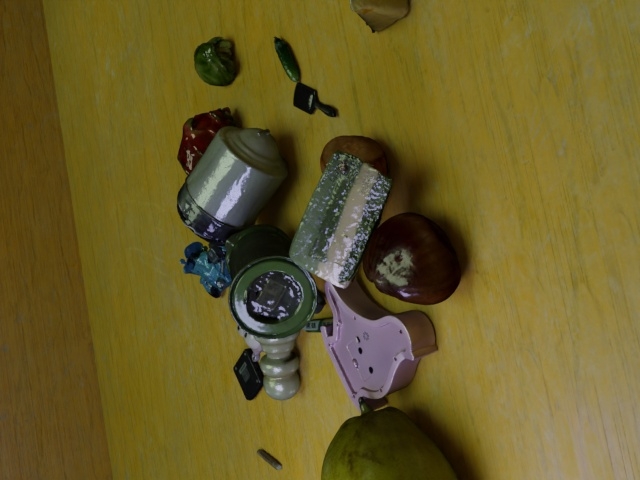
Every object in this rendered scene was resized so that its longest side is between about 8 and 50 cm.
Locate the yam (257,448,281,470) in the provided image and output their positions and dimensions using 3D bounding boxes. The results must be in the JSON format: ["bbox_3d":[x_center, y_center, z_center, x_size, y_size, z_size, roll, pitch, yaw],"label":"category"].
[{"bbox_3d":[-0.150,0.633,2.143,0.116,0.021,0.021,19,110,52],"label":"yam"}]

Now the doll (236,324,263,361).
[{"bbox_3d":[-0.179,0.160,2.052,0.160,0.094,0.365,12,104,57],"label":"doll"}]

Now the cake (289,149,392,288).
[{"bbox_3d":[0.039,-0.034,1.521,0.158,0.172,0.283,26,154,5],"label":"cake"}]

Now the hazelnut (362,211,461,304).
[{"bbox_3d":[0.178,0.042,1.458,0.204,0.178,0.178,49,133,27],"label":"hazelnut"}]

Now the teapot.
[{"bbox_3d":[-0.108,0.095,1.810,0.200,0.270,0.337,-60,17,10],"label":"teapot"}]

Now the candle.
[{"bbox_3d":[-0.215,-0.163,1.922,0.342,0.221,0.221,-51,52,23],"label":"candle"}]

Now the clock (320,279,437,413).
[{"bbox_3d":[0.112,0.197,1.639,0.290,0.080,0.275,61,138,22],"label":"clock"}]

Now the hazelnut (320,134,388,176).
[{"bbox_3d":[0.072,-0.152,1.610,0.150,0.150,0.150,12,105,54],"label":"hazelnut"}]

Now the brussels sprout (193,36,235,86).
[{"bbox_3d":[-0.311,-0.510,2.143,0.181,0.100,0.139,-5,111,45],"label":"brussels sprout"}]

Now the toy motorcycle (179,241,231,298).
[{"bbox_3d":[-0.323,0.060,2.233,0.182,0.123,0.272,52,141,6],"label":"toy motorcycle"}]

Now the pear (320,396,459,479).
[{"bbox_3d":[0.134,0.497,1.511,0.287,0.287,0.375,-51,46,46],"label":"pear"}]

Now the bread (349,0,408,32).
[{"bbox_3d":[0.064,-0.559,1.520,0.135,0.178,0.240,-19,81,53],"label":"bread"}]

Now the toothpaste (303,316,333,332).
[{"bbox_3d":[0.014,0.210,1.837,0.204,0.031,0.049,-11,88,52],"label":"toothpaste"}]

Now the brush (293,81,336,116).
[{"bbox_3d":[-0.015,-0.335,1.807,0.193,0.016,0.063,36,124,47],"label":"brush"}]

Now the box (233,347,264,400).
[{"bbox_3d":[-0.213,0.399,2.193,0.125,0.027,0.126,62,140,28],"label":"box"}]

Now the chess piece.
[{"bbox_3d":[-0.110,0.303,1.952,0.133,0.133,0.243,17,115,53],"label":"chess piece"}]

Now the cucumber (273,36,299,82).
[{"bbox_3d":[-0.089,-0.465,1.876,0.037,0.037,0.155,-50,56,46],"label":"cucumber"}]

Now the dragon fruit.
[{"bbox_3d":[-0.304,-0.241,2.112,0.200,0.198,0.269,-30,70,25],"label":"dragon fruit"}]
